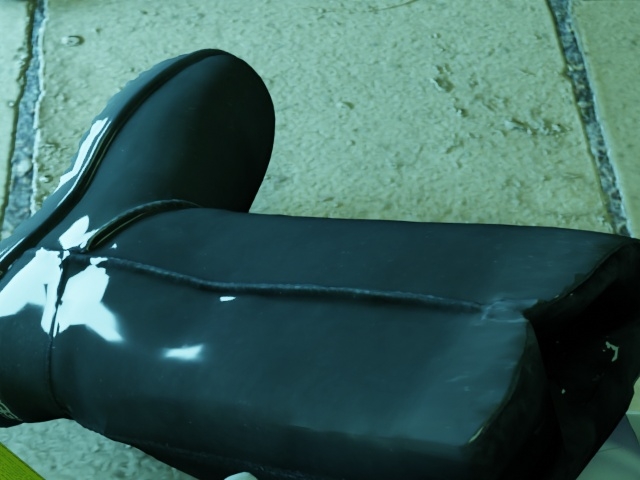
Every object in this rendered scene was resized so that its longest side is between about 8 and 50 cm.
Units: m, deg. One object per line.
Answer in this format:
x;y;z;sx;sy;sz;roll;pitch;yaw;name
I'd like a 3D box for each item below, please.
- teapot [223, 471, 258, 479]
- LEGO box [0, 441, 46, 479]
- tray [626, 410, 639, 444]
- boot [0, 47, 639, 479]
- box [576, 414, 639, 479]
-0.019;0.254;0.480;0.256;0.187;0.252;-38;86;-34;teapot
-0.383;0.197;0.608;0.500;0.193;0.372;33;88;18;LEGO box
0.207;0.135;0.826;0.270;0.145;0.030;4;82;-1;tray
-0.001;0.002;0.753;0.445;0.146;0.367;2;47;42;boot
0.080;0.286;0.675;0.296;0.183;0.294;-12;55;-12;box
